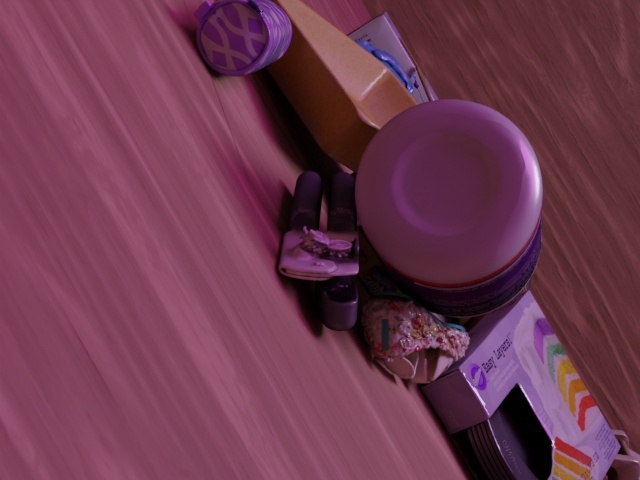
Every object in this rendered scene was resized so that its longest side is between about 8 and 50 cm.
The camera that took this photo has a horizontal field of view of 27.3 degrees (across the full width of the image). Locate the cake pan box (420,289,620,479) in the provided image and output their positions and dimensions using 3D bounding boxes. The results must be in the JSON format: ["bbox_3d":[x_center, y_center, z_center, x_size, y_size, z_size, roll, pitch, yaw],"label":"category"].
[{"bbox_3d":[0.247,0.218,1.604,0.246,0.070,0.267,58,34,-1],"label":"cake pan box"}]

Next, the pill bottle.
[{"bbox_3d":[0.143,-0.020,1.394,0.182,0.181,0.323,63,2,16],"label":"pill bottle"}]

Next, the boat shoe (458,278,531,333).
[{"bbox_3d":[0.231,0.074,1.842,0.120,0.122,0.324,49,26,-31],"label":"boat shoe"}]

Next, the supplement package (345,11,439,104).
[{"bbox_3d":[0.120,-0.266,2.340,0.244,0.133,0.139,58,10,-9],"label":"supplement package"}]

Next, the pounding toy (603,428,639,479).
[{"bbox_3d":[0.348,0.314,1.785,0.269,0.154,0.155,55,12,-23],"label":"pounding toy"}]

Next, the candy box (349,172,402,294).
[{"bbox_3d":[0.062,-0.006,1.609,0.109,0.053,0.187,55,10,-20],"label":"candy box"}]

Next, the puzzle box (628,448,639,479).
[{"bbox_3d":[0.522,0.424,2.027,0.408,0.052,0.272,30,18,-3],"label":"puzzle box"}]

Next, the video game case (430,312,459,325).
[{"bbox_3d":[0.148,0.016,1.853,0.206,0.026,0.227,45,34,-53],"label":"video game case"}]

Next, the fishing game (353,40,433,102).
[{"bbox_3d":[0.080,-0.256,2.162,0.264,0.041,0.189,2,54,-41],"label":"fishing game"}]

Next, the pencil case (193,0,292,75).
[{"bbox_3d":[-0.085,-0.230,1.465,0.088,0.086,0.206,36,10,-1],"label":"pencil case"}]

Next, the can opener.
[{"bbox_3d":[0.000,0.000,1.311,0.280,0.074,0.093,-87,180,-68],"label":"can opener"}]

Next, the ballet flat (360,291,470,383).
[{"bbox_3d":[0.100,0.115,1.437,0.241,0.091,0.077,30,62,-61],"label":"ballet flat"}]

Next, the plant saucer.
[{"bbox_3d":[0.049,-0.168,1.706,0.332,0.081,0.333,30,21,-48],"label":"plant saucer"}]
